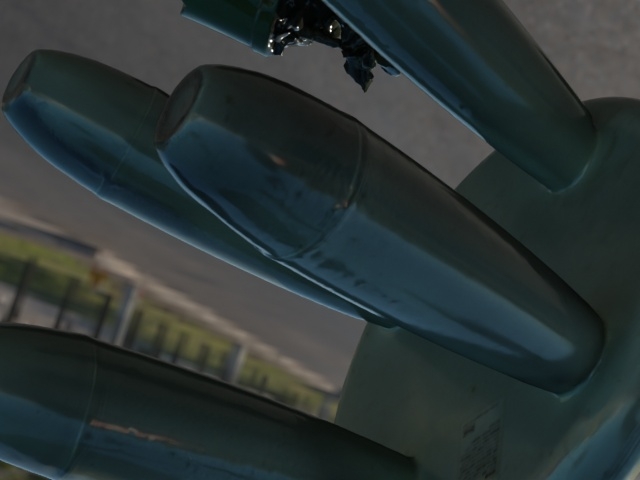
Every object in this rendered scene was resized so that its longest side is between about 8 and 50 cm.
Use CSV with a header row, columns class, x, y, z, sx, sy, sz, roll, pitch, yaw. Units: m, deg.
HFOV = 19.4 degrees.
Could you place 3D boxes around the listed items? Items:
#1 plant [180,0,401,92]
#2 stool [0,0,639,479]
class,x,y,z,sx,sy,sz,roll,pitch,yaw
plant,-0.006,-0.098,0.786,0.102,0.051,0.051,20,175,6
stool,0.000,0.000,0.630,0.199,0.195,0.195,28,131,-22
